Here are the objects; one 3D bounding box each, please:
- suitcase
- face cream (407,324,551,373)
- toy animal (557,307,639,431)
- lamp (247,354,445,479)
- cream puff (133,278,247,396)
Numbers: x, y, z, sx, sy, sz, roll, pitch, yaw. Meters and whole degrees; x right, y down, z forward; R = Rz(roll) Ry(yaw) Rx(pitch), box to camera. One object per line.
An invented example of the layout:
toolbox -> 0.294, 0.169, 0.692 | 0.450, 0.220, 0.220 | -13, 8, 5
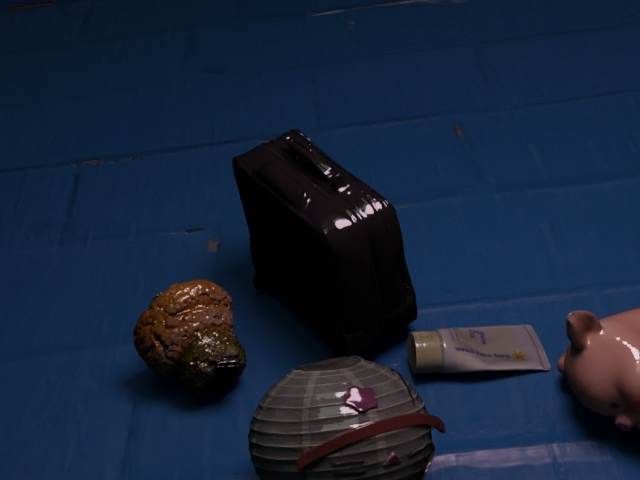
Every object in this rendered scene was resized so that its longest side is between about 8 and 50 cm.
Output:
suitcase -> 0.000, 0.000, 1.688 | 0.188, 0.339, 0.345 | -28, 41, -18
face cream -> 0.259, 0.177, 1.635 | 0.224, 0.070, 0.114 | -3, 36, -7
toy animal -> 0.497, 0.202, 1.459 | 0.256, 0.195, 0.213 | -11, 61, 0
lamp -> 0.033, 0.283, 1.403 | 0.265, 0.233, 0.233 | -13, 36, -18
cream puff -> -0.197, 0.177, 1.637 | 0.183, 0.183, 0.169 | -26, 55, -22
